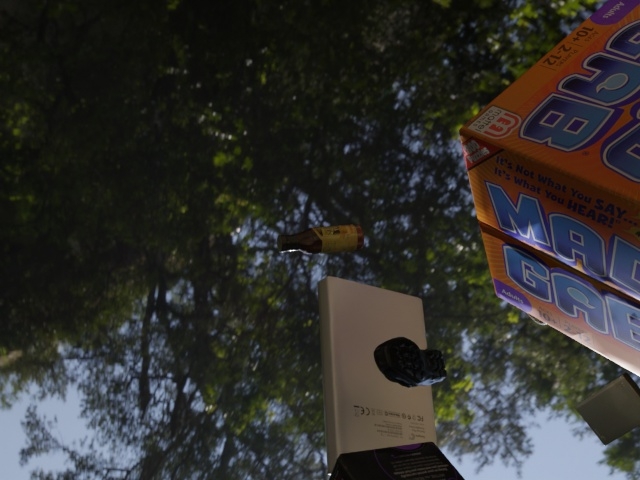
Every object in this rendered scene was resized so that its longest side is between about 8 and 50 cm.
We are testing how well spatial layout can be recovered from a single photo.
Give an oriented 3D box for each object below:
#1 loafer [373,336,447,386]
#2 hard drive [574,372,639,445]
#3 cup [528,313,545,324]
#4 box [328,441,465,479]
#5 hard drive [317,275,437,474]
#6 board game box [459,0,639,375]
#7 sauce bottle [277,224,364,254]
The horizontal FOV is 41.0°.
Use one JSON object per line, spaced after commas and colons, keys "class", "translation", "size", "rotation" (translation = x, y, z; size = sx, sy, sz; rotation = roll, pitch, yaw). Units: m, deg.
{"class": "loafer", "translation": [0.133, 0.202, 1.364], "size": [0.078, 0.223, 0.076], "rotation": [-21, -110, 22]}
{"class": "hard drive", "translation": [0.568, 0.326, 1.649], "size": [0.022, 0.135, 0.094], "rotation": [-21, -111, -44]}
{"class": "cup", "translation": [0.488, -0.030, 1.651], "size": [0.237, 0.331, 0.331], "rotation": [-17, -117, -3]}
{"class": "box", "translation": [0.128, 0.390, 1.026], "size": [0.165, 0.143, 0.270], "rotation": [2, -151, -35]}
{"class": "hard drive", "translation": [0.105, 0.254, 1.558], "size": [0.233, 0.047, 0.353], "rotation": [15, -121, -32]}
{"class": "board game box", "translation": [0.471, -0.069, 1.204], "size": [0.356, 0.356, 0.356], "rotation": [-41, -135, -19]}
{"class": "sauce bottle", "translation": [0.000, 0.000, 1.272], "size": [0.128, 0.042, 0.042], "rotation": [-5, -120, -20]}
